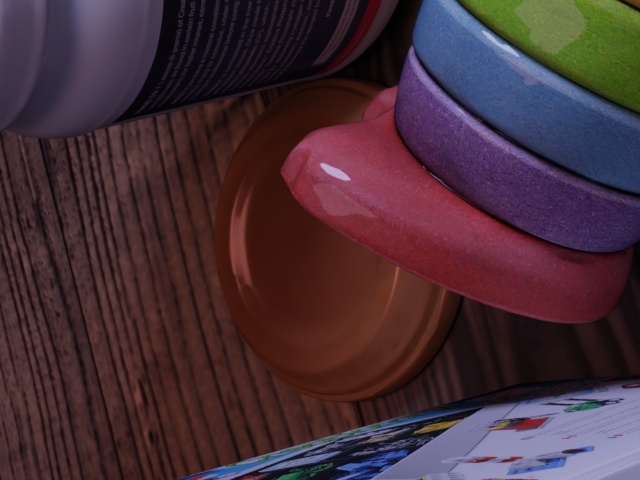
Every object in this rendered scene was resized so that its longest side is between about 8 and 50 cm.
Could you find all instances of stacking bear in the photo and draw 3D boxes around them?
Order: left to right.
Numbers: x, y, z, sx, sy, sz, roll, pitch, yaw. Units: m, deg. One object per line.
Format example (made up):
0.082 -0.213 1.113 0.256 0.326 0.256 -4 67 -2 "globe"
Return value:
0.131 -0.123 0.532 0.164 0.175 0.289 32 116 10 "stacking bear"

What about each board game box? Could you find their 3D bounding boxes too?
0.075 0.100 0.494 0.193 0.305 0.053 -11 87 44 "board game box"

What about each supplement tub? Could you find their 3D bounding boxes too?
-0.101 -0.161 0.656 0.191 0.272 0.191 18 117 40 "supplement tub"

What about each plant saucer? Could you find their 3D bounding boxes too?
0.000 0.000 0.747 0.200 0.037 0.200 2 93 43 "plant saucer"
